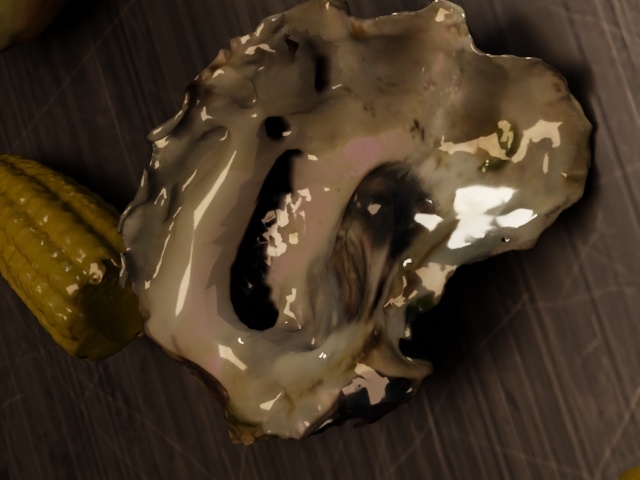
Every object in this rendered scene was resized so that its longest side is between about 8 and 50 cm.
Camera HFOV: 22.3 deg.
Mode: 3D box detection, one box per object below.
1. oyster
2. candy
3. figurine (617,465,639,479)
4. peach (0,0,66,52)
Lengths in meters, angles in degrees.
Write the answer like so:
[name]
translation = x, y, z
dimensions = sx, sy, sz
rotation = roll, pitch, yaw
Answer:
[oyster]
translation = 0.001, 0.000, 1.016
dimensions = 0.238, 0.115, 0.351
rotation = 40, 123, 19
[candy]
translation = -0.194, -0.002, 1.181
dimensions = 0.199, 0.094, 0.106
rotation = 42, 155, 36
[figurine]
translation = 0.264, 0.113, 0.773
dimensions = 0.215, 0.215, 0.228
rotation = 34, 92, 31
[peach]
translation = -0.290, -0.238, 1.160
dimensions = 0.235, 0.214, 0.214
rotation = 40, 118, 36
